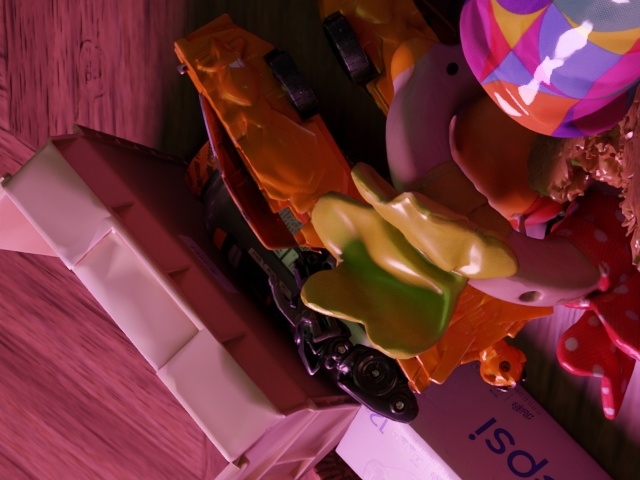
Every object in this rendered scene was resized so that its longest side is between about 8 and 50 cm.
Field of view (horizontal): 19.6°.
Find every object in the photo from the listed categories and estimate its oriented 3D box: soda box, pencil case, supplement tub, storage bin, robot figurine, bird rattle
[{"bbox_3d":[0.147,0.199,1.265,0.286,0.098,0.091,45,142,16],"label":"soda box"},{"bbox_3d":[0.152,-0.136,0.807,0.104,0.104,0.236,54,145,6],"label":"pencil case"},{"bbox_3d":[0.000,0.000,1.274,0.190,0.117,0.117,49,143,13],"label":"supplement tub"},{"bbox_3d":[-0.100,0.062,1.315,0.123,0.260,0.262,-43,77,10],"label":"storage bin"},{"bbox_3d":[0.045,-0.034,1.157,0.291,0.211,0.085,59,177,-2],"label":"robot figurine"},{"bbox_3d":[0.123,-0.022,1.059,0.143,0.253,0.207,129,143,-57],"label":"bird rattle"}]

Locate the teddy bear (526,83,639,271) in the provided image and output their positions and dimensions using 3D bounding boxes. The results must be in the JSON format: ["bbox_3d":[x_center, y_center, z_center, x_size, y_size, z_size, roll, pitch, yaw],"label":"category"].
[{"bbox_3d":[0.224,-0.088,0.880,0.113,0.245,0.338,16,150,-18],"label":"teddy bear"}]

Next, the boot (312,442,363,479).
[{"bbox_3d":[0.039,0.224,1.447,0.158,0.059,0.084,51,148,8],"label":"boot"}]
